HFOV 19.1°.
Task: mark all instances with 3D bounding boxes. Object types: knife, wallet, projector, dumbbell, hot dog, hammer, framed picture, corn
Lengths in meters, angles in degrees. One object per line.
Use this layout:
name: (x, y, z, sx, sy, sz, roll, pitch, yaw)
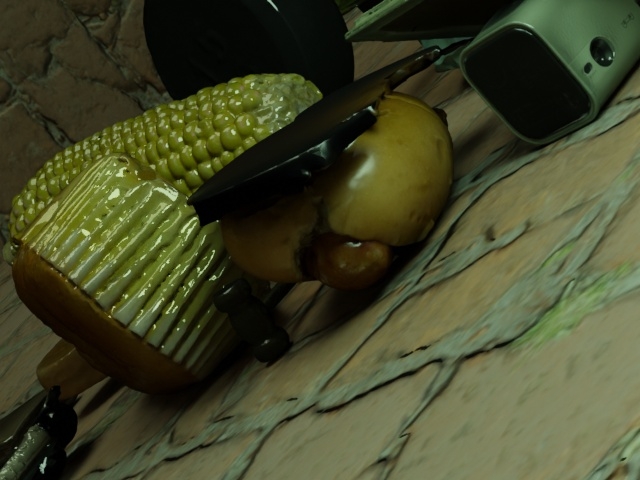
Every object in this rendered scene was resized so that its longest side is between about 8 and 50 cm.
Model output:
knife: (-0.278, 0.249, 1.439, 0.365, 0.043, 0.089, -54, -18, -41)
wallet: (-0.300, 0.190, 1.766, 0.152, 0.039, 0.118, -33, 12, 37)
projector: (0.151, -0.123, 1.220, 0.082, 0.083, 0.083, -49, 11, -33)
dumbbell: (0.011, -0.234, 1.751, 0.322, 0.204, 0.204, -38, 6, -36)
hot dog: (0.034, -0.042, 1.298, 0.194, 0.107, 0.326, -23, 9, 34)
hammer: (0.000, 0.000, 1.412, 0.029, 0.058, 0.292, -30, 11, 32)
framed picture: (0.185, -0.199, 1.248, 0.231, 0.018, 0.293, -9, -14, -44)
corn: (-0.143, -0.044, 1.623, 0.347, 0.130, 0.130, -24, 19, 34)

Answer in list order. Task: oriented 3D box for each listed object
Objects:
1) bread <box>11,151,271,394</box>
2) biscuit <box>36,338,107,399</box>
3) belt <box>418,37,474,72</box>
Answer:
bread: (-0.143, 0.031, 1.440, 0.133, 0.179, 0.250, -52, 14, -10)
biscuit: (-0.110, 0.015, 1.727, 0.275, 0.052, 0.355, -26, 17, 45)
belt: (0.150, -0.259, 1.602, 0.207, 0.150, 0.257, -26, 18, 41)
